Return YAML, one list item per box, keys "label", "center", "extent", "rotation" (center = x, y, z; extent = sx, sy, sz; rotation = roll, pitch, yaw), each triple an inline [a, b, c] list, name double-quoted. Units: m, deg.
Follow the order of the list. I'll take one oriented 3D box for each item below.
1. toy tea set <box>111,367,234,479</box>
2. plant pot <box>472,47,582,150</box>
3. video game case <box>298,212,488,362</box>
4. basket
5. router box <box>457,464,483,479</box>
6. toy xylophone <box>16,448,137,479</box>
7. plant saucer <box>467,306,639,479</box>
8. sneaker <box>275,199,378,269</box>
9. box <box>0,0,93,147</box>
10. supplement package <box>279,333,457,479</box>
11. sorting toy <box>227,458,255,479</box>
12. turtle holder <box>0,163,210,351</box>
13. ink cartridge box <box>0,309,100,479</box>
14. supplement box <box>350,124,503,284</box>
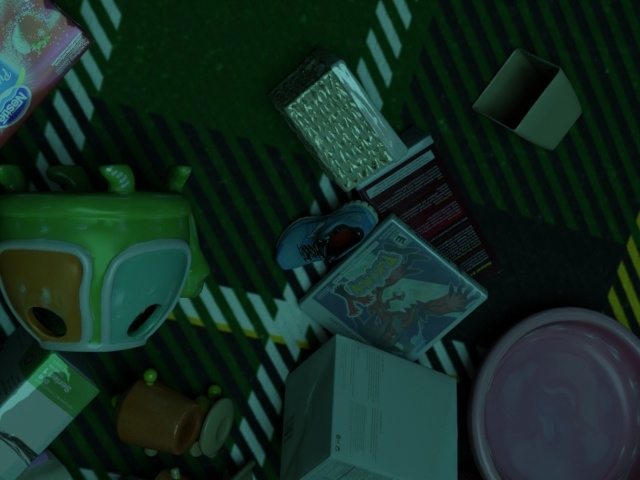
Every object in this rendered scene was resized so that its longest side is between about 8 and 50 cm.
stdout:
- label: "toy tea set"
  center: [-0.247, 0.333, 1.893]
  extent: [0.336, 0.124, 0.200]
  rotation: [-68, 158, -10]
- label: "plant pot"
  center: [0.302, -0.190, 1.963]
  extent: [0.096, 0.109, 0.109]
  rotation: [36, 92, -37]
- label: "video game case"
  center: [0.101, 0.083, 1.955]
  extent: [0.183, 0.023, 0.201]
  rotation: [39, 116, -15]
- label: "basket"
  center: [0.020, -0.159, 1.868]
  extent: [0.103, 0.113, 0.167]
  rotation: [-39, 113, -2]
- label: "router box"
  center: [0.207, 0.515, 2.145]
  extent: [0.301, 0.082, 0.335]
  rotation: [4, 104, -20]
- label: "toy xylophone"
  center: [-0.359, 0.445, 1.928]
  extent: [0.236, 0.081, 0.322]
  rotation: [-10, 105, -36]
- label: "plant saucer"
  center: [0.361, 0.266, 2.078]
  extent: [0.332, 0.084, 0.332]
  rotation: [2, 83, -19]
- label: "sneaker"
  center: [0.000, 0.000, 1.905]
  extent: [0.162, 0.073, 0.063]
  rotation: [-27, 111, 28]
- label: "box"
  center: [-0.412, -0.197, 1.704]
  extent: [0.123, 0.128, 0.257]
  rotation: [41, 89, -24]
- label: "supplement package"
  center: [0.067, 0.272, 1.944]
  extent: [0.203, 0.194, 0.149]
  rotation: [22, 140, -22]
- label: "sorting toy"
  center: [-0.143, 0.438, 1.975]
  extent: [0.038, 0.193, 0.208]
  rotation: [7, 111, 25]
- label: "turtle holder"
  center: [-0.278, 0.017, 1.758]
  extent: [0.243, 0.320, 0.227]
  rotation: [0, 92, 3]
- label: "ink cartridge box"
  center: [-0.405, 0.220, 1.811]
  extent: [0.219, 0.160, 0.092]
  rotation: [-46, 116, -2]
- label: "supplement box"
  center: [0.144, -0.027, 1.969]
  extent: [0.130, 0.073, 0.239]
  rotation: [-32, 112, -5]
